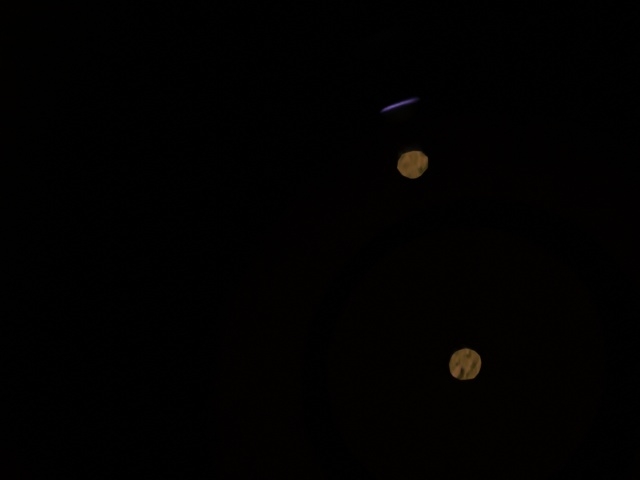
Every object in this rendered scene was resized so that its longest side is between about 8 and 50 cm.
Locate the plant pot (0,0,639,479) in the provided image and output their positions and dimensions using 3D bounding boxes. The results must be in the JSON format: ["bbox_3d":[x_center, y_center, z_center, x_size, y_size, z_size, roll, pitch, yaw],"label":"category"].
[{"bbox_3d":[0.000,0.000,0.409,0.353,0.366,0.366,42,60,-65],"label":"plant pot"}]
